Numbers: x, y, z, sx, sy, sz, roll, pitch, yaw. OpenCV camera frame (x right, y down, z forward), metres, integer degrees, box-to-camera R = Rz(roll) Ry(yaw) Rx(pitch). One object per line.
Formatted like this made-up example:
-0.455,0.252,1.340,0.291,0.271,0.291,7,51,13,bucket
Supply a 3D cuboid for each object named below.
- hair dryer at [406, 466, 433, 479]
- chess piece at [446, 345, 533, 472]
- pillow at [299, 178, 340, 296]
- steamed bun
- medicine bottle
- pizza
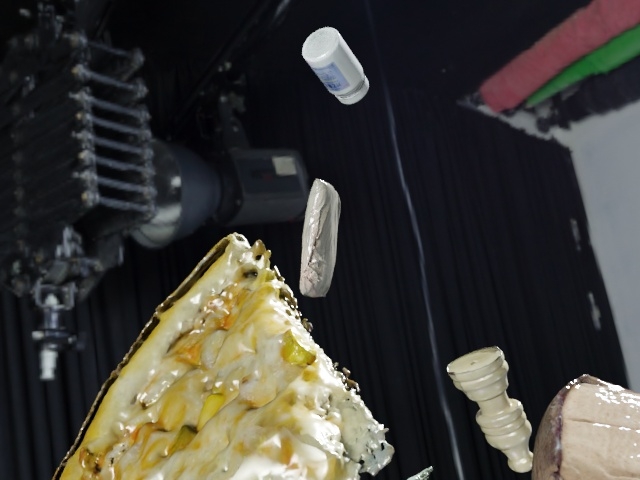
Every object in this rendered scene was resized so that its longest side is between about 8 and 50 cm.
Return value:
0.191,0.575,1.608,0.237,0.075,0.206,-34,12,-37,hair dryer
0.430,0.414,1.744,0.138,0.307,0.124,-27,7,12,chess piece
0.000,0.000,1.673,0.067,0.271,0.173,8,3,15,pillow
0.416,0.347,1.012,0.251,0.199,0.301,13,26,22,steamed bun
0.041,-0.424,1.797,0.102,0.103,0.186,-16,-34,23,medicine bottle
-0.162,0.203,0.814,0.392,0.435,0.080,-40,-58,1,pizza
